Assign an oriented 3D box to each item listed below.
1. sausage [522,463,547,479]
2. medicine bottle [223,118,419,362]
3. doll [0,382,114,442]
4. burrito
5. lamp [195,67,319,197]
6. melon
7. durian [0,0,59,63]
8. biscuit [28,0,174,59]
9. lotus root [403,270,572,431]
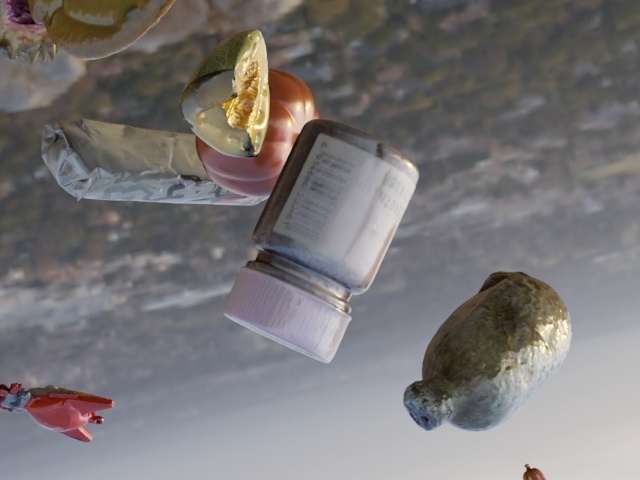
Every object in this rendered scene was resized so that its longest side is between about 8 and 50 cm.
[{"bbox_3d":[0.291,0.337,1.874,0.031,0.107,0.031,-24,168,-6],"label":"sausage"},{"bbox_3d":[0.000,0.000,1.807,0.165,0.273,0.165,25,175,2],"label":"medicine bottle"},{"bbox_3d":[-0.393,0.241,2.083,0.169,0.057,0.109,15,136,-22],"label":"doll"},{"bbox_3d":[-0.219,-0.114,2.302,0.446,0.139,0.101,5,131,-27],"label":"burrito"},{"bbox_3d":[-0.080,-0.151,2.041,0.164,0.187,0.188,15,-176,24],"label":"lamp"},{"bbox_3d":[-0.106,-0.177,1.652,0.079,0.128,0.160,10,149,16],"label":"melon"},{"bbox_3d":[-0.351,-0.388,1.886,0.191,0.341,0.112,-14,165,0],"label":"durian"},{"bbox_3d":[-0.240,-0.321,1.662,0.260,0.203,0.041,-22,164,29],"label":"biscuit"},{"bbox_3d":[0.236,0.158,1.972,0.175,0.175,0.349,-21,-166,40],"label":"lotus root"}]
